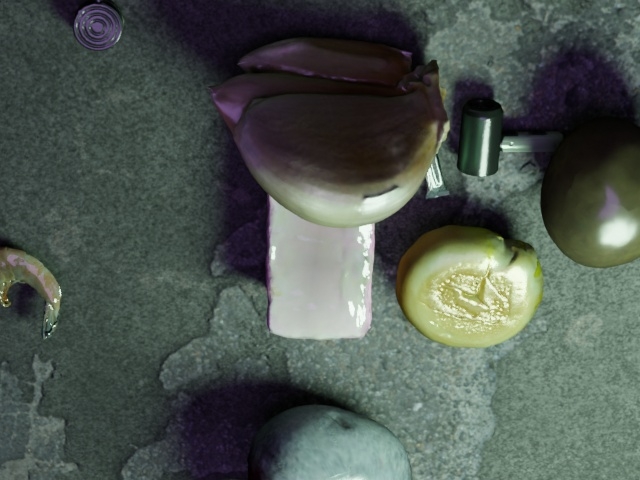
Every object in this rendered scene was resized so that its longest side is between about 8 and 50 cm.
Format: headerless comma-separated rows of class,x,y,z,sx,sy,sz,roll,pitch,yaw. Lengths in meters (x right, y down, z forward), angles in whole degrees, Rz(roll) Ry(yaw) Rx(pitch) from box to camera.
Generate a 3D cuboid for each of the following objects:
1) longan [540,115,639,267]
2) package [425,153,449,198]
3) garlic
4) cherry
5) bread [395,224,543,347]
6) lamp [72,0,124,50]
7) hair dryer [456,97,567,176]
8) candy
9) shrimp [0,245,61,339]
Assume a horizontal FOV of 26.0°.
longan,0.389,-0.061,1.869,0.198,0.198,0.212,7,132,-4
package,0.154,-0.107,1.950,0.037,0.015,0.110,-12,117,8
garlic,0.021,-0.139,1.805,0.325,0.279,0.132,-6,143,-5
cherry,-0.003,0.369,2.100,0.296,0.218,0.255,-6,120,-9
bread,0.213,0.063,1.993,0.213,0.105,0.213,-1,121,-2
lamp,-0.272,-0.402,1.732,0.130,0.108,0.371,11,117,-17
hair dryer,0.289,-0.143,1.918,0.197,0.057,0.100,-1,119,-9
candy,0.000,0.000,1.956,0.155,0.116,0.265,3,117,2
shrimp,-0.468,0.107,2.051,0.152,0.046,0.219,33,113,-13
